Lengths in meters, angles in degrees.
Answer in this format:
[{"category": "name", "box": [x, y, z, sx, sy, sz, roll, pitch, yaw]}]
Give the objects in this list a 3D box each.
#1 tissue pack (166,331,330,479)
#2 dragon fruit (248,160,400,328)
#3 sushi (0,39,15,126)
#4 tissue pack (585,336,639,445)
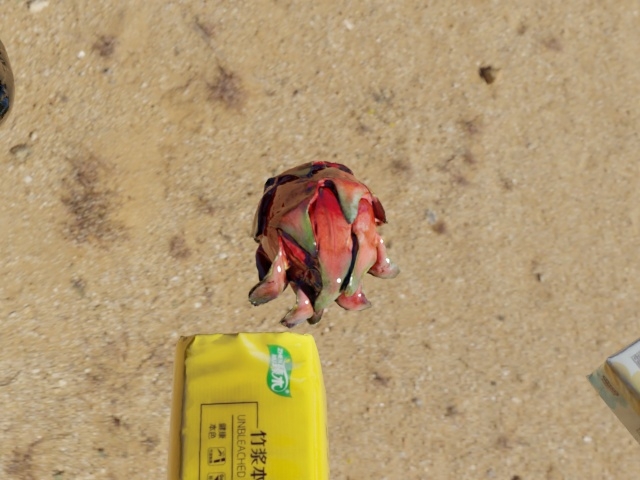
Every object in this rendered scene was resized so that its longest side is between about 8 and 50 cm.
[{"category": "tissue pack", "box": [-0.098, 0.355, 1.285, 0.228, 0.293, 0.381, -3, 60, -1]}, {"category": "dragon fruit", "box": [-0.004, -0.002, 0.817, 0.121, 0.130, 0.142, 9, 52, -62]}, {"category": "sushi", "box": [-0.480, -0.215, 1.073, 0.213, 0.200, 0.204, 55, 10, -40]}, {"category": "tissue pack", "box": [0.499, 0.234, 1.241, 0.159, 0.145, 0.229, -31, 71, -16]}]
